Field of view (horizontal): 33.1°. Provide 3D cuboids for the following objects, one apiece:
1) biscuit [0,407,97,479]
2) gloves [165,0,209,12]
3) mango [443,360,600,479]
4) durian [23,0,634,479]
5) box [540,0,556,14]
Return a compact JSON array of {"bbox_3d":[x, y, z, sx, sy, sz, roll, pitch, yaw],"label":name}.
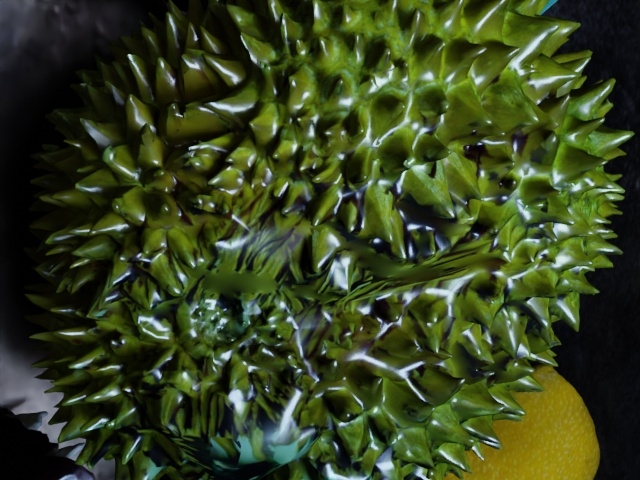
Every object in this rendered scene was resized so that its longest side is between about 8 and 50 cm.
[{"bbox_3d":[-0.209,0.162,0.469,0.252,0.106,0.070,-28,116,-33],"label":"biscuit"},{"bbox_3d":[-0.044,-0.174,0.548,0.180,0.106,0.129,3,100,-69],"label":"gloves"},{"bbox_3d":[0.036,0.176,0.651,0.359,0.144,0.187,-6,119,-40],"label":"mango"},{"bbox_3d":[0.000,0.000,0.502,0.291,0.224,0.291,-7,113,-16],"label":"durian"},{"bbox_3d":[0.115,-0.258,0.679,0.161,0.042,0.226,-41,123,-25],"label":"box"}]
